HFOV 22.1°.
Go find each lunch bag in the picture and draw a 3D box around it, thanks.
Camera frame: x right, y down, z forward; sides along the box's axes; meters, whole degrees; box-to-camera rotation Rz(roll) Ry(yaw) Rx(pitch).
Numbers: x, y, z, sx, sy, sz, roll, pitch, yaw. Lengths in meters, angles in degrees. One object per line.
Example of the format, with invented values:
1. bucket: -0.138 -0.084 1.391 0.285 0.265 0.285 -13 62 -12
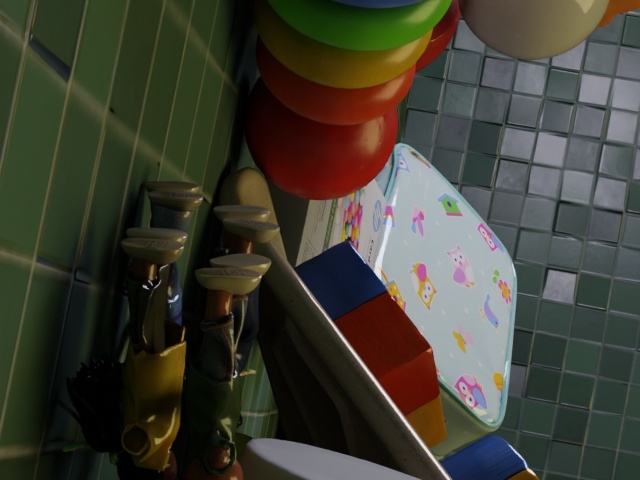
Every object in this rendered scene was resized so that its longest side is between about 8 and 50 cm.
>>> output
1. lunch bag: 0.089 0.064 1.544 0.108 0.224 0.279 -29 -153 31

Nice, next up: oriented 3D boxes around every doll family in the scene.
1. doll family: -0.056 0.046 0.642 0.193 0.076 0.111 -74 168 -76

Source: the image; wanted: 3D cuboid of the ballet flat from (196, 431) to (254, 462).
1. ballet flat: -0.051 0.228 1.062 0.077 0.077 0.231 -73 172 -63

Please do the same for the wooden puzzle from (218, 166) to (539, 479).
1. wooden puzzle: 0.060 0.160 0.937 0.348 0.080 0.322 58 -13 38

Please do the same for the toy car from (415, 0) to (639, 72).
1. toy car: 0.121 -0.183 1.191 0.210 0.238 0.219 103 0 -69

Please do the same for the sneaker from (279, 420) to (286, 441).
1. sneaker: 0.020 0.258 1.579 0.134 0.146 0.344 72 29 -81

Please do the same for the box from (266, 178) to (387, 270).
1. box: 0.000 0.000 1.187 0.186 0.038 0.145 60 40 -64

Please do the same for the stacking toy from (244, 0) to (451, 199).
1. stacking toy: 0.014 -0.141 0.854 0.330 0.141 0.141 106 -2 -54

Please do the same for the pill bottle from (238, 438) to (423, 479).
1. pill bottle: -0.019 0.250 0.653 0.176 0.176 0.319 18 90 -85
